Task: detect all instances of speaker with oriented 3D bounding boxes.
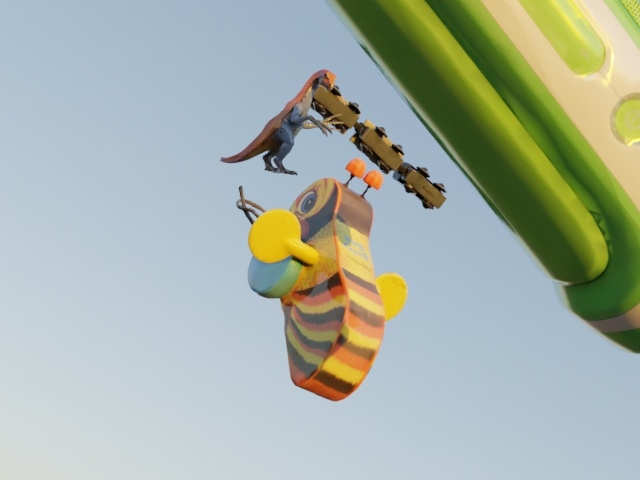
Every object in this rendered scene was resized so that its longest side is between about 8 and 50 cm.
[{"bbox_3d":[0.105,-0.086,0.438,0.296,0.131,0.131,50,-35,-10],"label":"speaker"}]

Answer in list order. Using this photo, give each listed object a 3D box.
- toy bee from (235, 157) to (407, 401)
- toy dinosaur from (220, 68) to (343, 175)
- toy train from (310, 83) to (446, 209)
[{"bbox_3d":[0.000,0.000,0.870,0.162,0.298,0.195,-46,-31,20],"label":"toy bee"},{"bbox_3d":[-0.021,-0.090,0.646,0.090,0.082,0.047,9,2,-16],"label":"toy dinosaur"},{"bbox_3d":[0.045,-0.080,0.722,0.158,0.027,0.036,39,1,-24],"label":"toy train"}]
